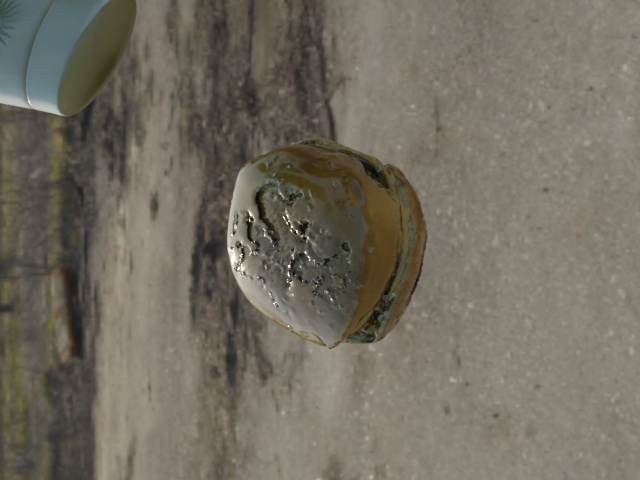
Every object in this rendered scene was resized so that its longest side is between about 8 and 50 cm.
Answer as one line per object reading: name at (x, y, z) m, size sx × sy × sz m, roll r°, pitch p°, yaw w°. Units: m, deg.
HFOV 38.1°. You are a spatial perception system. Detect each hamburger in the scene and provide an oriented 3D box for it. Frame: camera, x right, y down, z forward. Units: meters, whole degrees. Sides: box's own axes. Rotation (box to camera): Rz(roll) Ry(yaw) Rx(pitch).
hamburger at (0.004, 0.006, 1.377) m, size 0.304 × 0.174 × 0.284 m, roll 24°, pitch 114°, yaw 38°

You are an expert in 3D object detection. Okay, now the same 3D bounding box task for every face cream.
face cream at (-0.404, -0.262, 1.210) m, size 0.348 × 0.081 × 0.174 m, roll 15°, pitch 82°, yaw 28°
